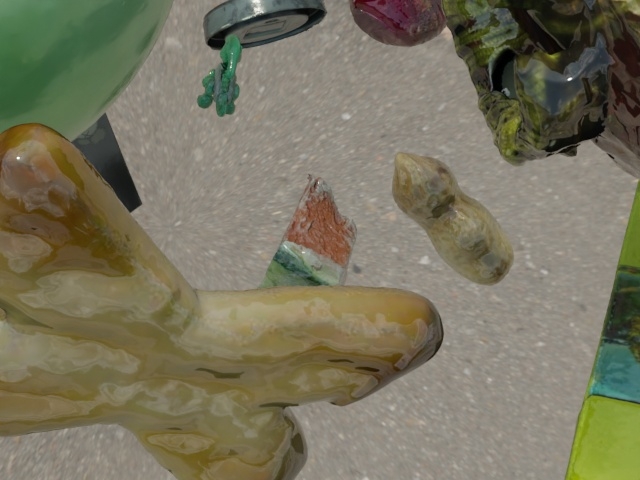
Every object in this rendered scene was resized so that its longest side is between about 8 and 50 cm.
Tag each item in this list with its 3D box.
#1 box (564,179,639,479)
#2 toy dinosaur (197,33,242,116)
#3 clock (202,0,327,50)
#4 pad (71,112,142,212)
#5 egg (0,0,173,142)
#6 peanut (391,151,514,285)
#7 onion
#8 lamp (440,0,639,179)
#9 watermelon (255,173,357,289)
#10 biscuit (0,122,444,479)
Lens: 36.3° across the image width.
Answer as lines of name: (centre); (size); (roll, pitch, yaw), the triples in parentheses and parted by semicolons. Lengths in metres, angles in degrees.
box: (0.288, 0.081, 0.673); (0.187, 0.047, 0.335); (12, 44, 19)
toy dinosaur: (-0.140, -0.232, 1.420); (0.059, 0.096, 0.132); (11, 57, -16)
clock: (-0.101, -0.395, 1.736); (0.226, 0.226, 0.049); (-15, 88, -8)
pad: (-0.276, -0.093, 1.102); (0.127, 0.004, 0.190); (-43, 126, -42)
egg: (-0.182, -0.128, 0.424); (0.270, 0.220, 0.220); (-30, 96, 25)
peanut: (0.162, -0.031, 1.223); (0.085, 0.104, 0.228); (-46, 116, -2)
onion: (0.146, -0.442, 1.750); (0.195, 0.218, 0.140); (32, 77, 2)
lamp: (0.162, -0.121, 0.394); (0.247, 0.247, 0.247); (0, 91, -9)
watermelon: (-0.010, 0.021, 1.101); (0.098, 0.158, 0.121); (23, 127, -7)
biscuit: (-0.070, 0.049, 0.412); (0.208, 0.047, 0.164); (24, 119, -31)
